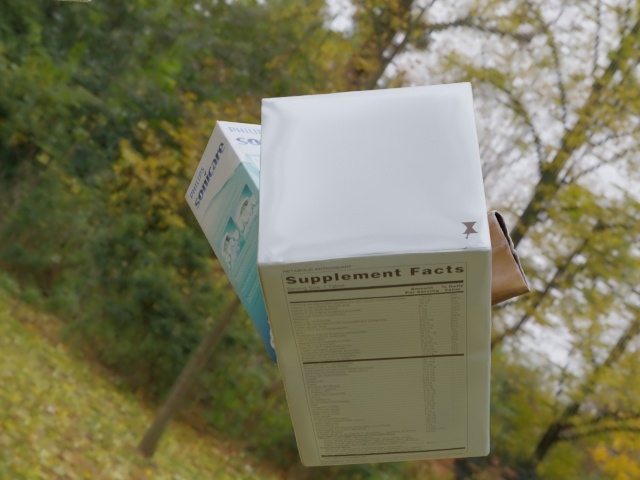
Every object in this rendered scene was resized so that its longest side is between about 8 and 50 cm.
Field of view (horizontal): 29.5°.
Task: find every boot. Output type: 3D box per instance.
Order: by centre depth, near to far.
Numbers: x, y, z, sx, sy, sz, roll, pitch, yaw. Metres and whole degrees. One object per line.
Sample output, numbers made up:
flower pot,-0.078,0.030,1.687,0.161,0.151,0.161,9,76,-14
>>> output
boot,0.150,0.117,1.599,0.096,0.280,0.264,50,24,-39

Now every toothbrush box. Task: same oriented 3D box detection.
toothbrush box,0.000,0.000,1.432,0.216,0.126,0.295,3,38,-34

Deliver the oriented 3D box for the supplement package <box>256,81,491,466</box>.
supplement package,0.041,0.031,0.799,0.139,0.133,0.244,-4,-38,4
